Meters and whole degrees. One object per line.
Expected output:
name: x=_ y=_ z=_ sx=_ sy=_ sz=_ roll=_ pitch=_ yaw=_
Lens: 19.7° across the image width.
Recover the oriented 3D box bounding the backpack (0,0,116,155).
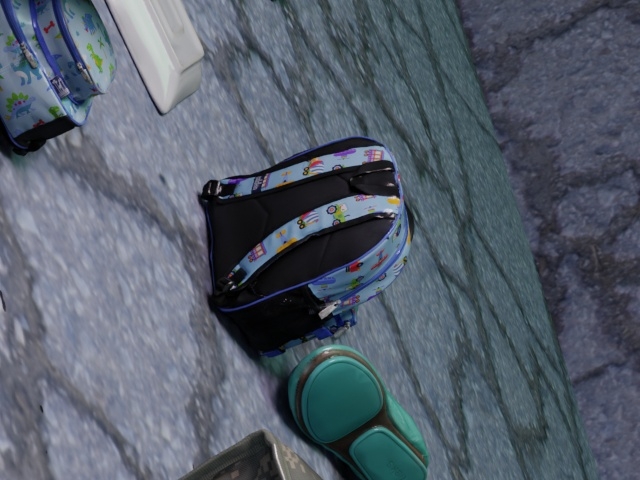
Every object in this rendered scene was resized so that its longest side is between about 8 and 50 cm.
backpack: x=-0.189 y=-0.133 z=1.225 sx=0.114 sy=0.084 sz=0.105 roll=60 pitch=14 yaw=-19

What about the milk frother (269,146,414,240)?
milk frother: x=0.005 y=-0.004 z=1.706 sx=0.135 sy=0.129 sz=0.143 roll=62 pitch=35 yaw=-15

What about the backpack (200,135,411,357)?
backpack: x=0.000 y=0.000 z=1.540 sx=0.117 sy=0.173 sz=0.158 roll=54 pitch=18 yaw=-43

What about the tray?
tray: x=-0.167 y=-0.247 z=1.596 sx=0.270 sy=0.030 sz=0.145 roll=65 pitch=13 yaw=-9

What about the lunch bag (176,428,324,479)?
lunch bag: x=-0.010 y=0.294 z=1.067 sx=0.235 sy=0.169 sz=0.287 roll=46 pitch=21 yaw=-56

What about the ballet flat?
ballet flat: x=0.022 y=0.144 z=1.622 sx=0.087 sy=0.083 sz=0.247 roll=57 pitch=2 yaw=40
